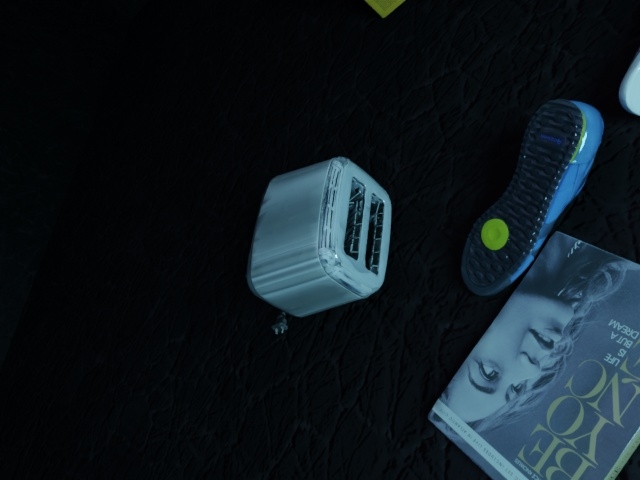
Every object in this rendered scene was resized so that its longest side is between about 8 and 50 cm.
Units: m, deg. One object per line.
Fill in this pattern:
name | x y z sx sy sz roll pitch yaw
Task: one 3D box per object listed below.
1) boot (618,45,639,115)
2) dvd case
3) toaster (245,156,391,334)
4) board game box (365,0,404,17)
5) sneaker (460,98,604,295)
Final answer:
boot | 0.343 -0.202 0.550 0.190 0.069 0.086 -49 17 12
dvd case | 0.206 0.111 0.501 0.221 0.018 0.164 -56 35 2
toaster | 0.000 0.000 0.746 0.146 0.129 0.227 -19 48 39
board game box | 0.046 -0.576 1.043 0.064 0.242 0.316 -33 40 34
sneaker | 0.215 -0.034 0.576 0.069 0.082 0.209 40 115 42
